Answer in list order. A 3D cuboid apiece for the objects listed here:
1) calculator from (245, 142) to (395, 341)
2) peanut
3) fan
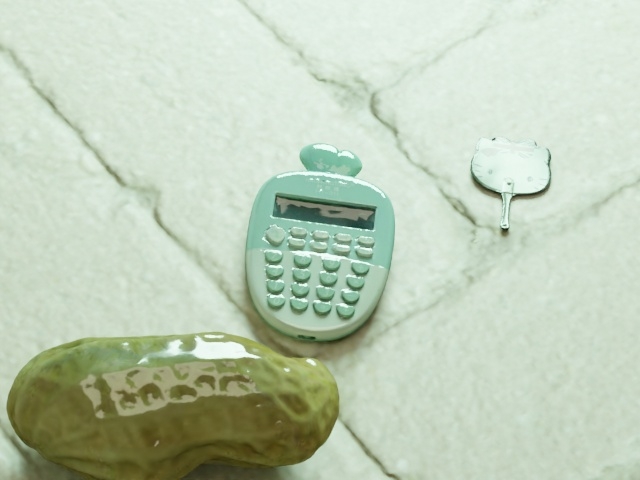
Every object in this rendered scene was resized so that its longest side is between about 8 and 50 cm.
[{"bbox_3d":[0.000,0.000,1.274,0.095,0.021,0.153,8,52,0],"label":"calculator"},{"bbox_3d":[-0.085,0.098,1.147,0.194,0.083,0.093,1,38,-3],"label":"peanut"},{"bbox_3d":[0.128,-0.039,1.328,0.056,0.004,0.083,8,51,0],"label":"fan"}]
